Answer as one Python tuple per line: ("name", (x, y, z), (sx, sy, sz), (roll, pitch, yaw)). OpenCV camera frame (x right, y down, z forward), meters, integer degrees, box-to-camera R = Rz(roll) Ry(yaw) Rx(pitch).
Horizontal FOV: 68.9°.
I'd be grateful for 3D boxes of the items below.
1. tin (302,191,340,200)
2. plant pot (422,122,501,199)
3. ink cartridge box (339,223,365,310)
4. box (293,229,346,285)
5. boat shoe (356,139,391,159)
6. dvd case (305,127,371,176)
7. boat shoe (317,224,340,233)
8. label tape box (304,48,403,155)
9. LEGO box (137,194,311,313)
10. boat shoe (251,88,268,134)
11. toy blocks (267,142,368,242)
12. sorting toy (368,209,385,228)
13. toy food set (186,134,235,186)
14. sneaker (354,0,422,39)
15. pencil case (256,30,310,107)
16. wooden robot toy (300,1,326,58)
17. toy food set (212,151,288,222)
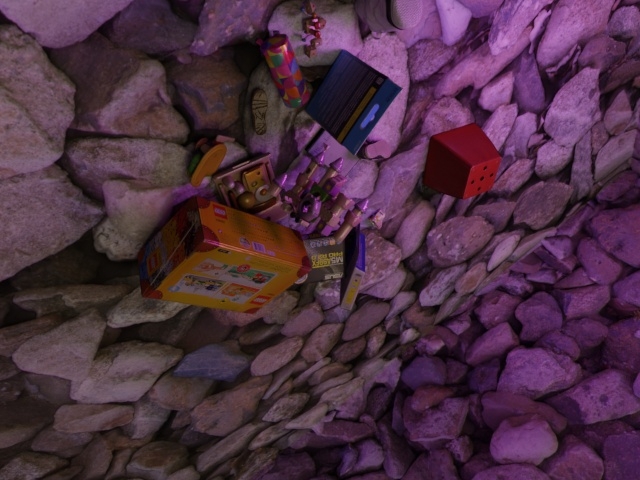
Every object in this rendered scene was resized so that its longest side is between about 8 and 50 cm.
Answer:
("tin", (0.006, -0.167, 1.959), (0.189, 0.040, 0.106), (-12, 137, -29))
("plant pot", (0.662, -0.341, 2.139), (0.267, 0.236, 0.267), (-21, 137, -21))
("ink cartridge box", (0.160, 0.106, 2.137), (0.072, 0.304, 0.307), (17, 123, -5))
("box", (-0.026, 0.076, 2.032), (0.269, 0.060, 0.217), (-7, 115, -7))
("boat shoe", (0.220, -0.365, 1.911), (0.206, 0.064, 0.075), (-20, 99, -51))
("dvd case", (0.075, -0.368, 1.836), (0.180, 0.022, 0.253), (-49, 139, 12))
("boat shoe", (0.000, 0.000, 2.085), (0.219, 0.078, 0.070), (-40, -177, 9))
("label tape box", (0.123, -0.446, 1.547), (0.115, 0.348, 0.249), (18, 115, -45))
("LEGO box", (-0.343, 0.080, 1.723), (0.372, 0.193, 0.500), (-38, 144, 28))
("boat shoe", (-0.205, -0.431, 1.557), (0.056, 0.048, 0.153), (-10, 126, -14))
("toy blocks", (0.009, -0.193, 1.689), (0.260, 0.288, 0.308), (-53, 144, 11))
("sorting toy", (0.273, -0.109, 2.213), (0.075, 0.045, 0.083), (-47, 139, -2))
("toy food set", (-0.380, -0.281, 1.544), (0.218, 0.071, 0.128), (-52, 172, 23))
("sneaker", (0.188, -0.813, 1.433), (0.137, 0.210, 0.366), (-17, 101, -25))
("pencil case", (-0.112, -0.539, 1.485), (0.104, 0.104, 0.236), (-34, 137, -6))
("wooden robot toy", (-0.008, -0.666, 1.467), (0.079, 0.076, 0.173), (-31, 141, -26))
("toy food set", (-0.247, -0.162, 1.727), (0.219, 0.092, 0.306), (-27, 139, -14))
